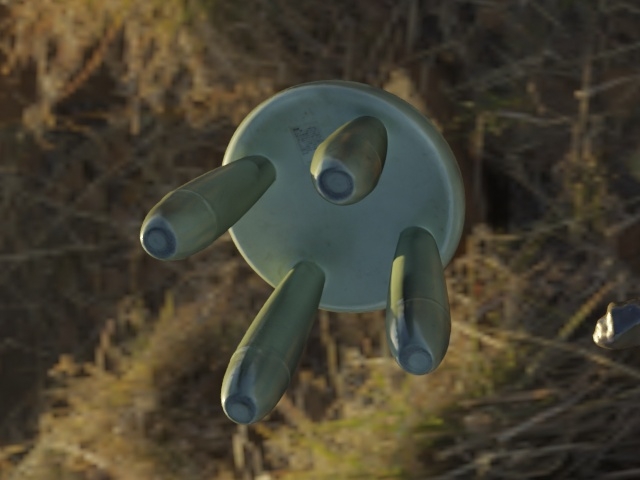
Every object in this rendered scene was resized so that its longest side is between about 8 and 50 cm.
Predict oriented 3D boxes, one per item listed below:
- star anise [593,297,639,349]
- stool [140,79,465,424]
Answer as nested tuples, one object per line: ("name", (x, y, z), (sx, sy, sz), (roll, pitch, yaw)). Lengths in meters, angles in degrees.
("star anise", (0.222, 0.057, 0.724), (0.209, 0.231, 0.089), (-14, 53, 43))
("stool", (0.000, 0.000, 1.425), (0.195, 0.198, 0.195), (-18, 108, 19))
